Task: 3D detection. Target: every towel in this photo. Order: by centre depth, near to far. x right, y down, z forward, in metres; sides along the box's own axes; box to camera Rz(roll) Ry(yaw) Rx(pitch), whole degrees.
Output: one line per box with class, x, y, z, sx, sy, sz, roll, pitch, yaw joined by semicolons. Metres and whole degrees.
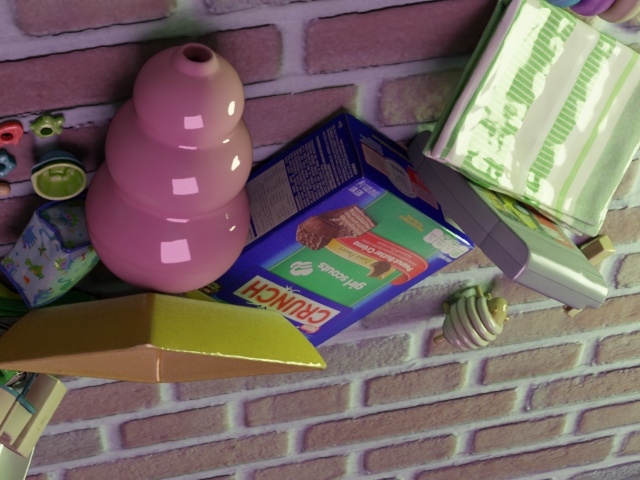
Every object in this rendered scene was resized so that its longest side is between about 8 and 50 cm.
towel;0.296;-0.158;1.945;0.325;0.038;0.248;22;97;-38

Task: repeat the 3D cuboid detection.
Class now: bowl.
bowl;-0.499;0.311;2.324;0.053;0.142;0.142;-2;151;28

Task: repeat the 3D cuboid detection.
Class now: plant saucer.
plant saucer;-0.217;0.129;2.001;0.332;0.081;0.333;-10;166;40

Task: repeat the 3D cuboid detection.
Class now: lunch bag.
lunch bag;-0.323;0.003;1.997;0.151;0.096;0.129;-20;158;-48

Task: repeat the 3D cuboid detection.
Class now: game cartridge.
game cartridge;0.233;-0.032;1.983;0.196;0.294;0.060;18;115;-39

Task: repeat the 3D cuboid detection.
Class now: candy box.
candy box;0.000;0.000;2.082;0.317;0.122;0.268;-32;141;25

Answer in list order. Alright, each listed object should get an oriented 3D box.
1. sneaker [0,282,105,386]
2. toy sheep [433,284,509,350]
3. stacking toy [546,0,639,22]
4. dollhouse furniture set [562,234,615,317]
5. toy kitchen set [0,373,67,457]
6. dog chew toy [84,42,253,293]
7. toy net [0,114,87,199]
sneaker;-0.409;0.148;2.115;0.343;0.146;0.134;11;138;-32
toy sheep;0.232;0.126;2.364;0.132;0.091;0.091;-32;141;23
stacking toy;0.206;-0.330;1.712;0.330;0.141;0.141;4;141;-18
dollhouse furniture set;0.418;0.054;2.352;0.114;0.091;0.081;-36;155;22
toy kitchen set;-0.489;0.206;2.219;0.166;0.122;0.207;25;164;14
dog chew toy;-0.172;-0.093;1.842;0.206;0.207;0.332;-1;134;-18
toy net;-0.411;-0.081;1.891;0.232;0.045;0.122;-16;145;2
